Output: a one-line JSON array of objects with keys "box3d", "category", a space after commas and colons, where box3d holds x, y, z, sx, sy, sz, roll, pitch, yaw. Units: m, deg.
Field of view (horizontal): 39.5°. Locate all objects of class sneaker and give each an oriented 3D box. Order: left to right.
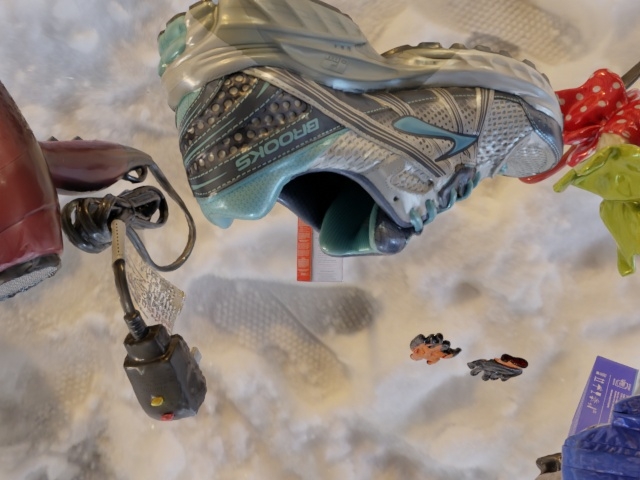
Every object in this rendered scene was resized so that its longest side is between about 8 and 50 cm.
[{"box3d": [0.036, -0.045, 0.515, 0.283, 0.110, 0.122, 4, 74, -36], "category": "sneaker"}]

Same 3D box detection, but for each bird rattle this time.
[{"box3d": [0.338, -0.090, 0.895, 0.206, 0.253, 0.143, -15, 117, 27], "category": "bird rattle"}]

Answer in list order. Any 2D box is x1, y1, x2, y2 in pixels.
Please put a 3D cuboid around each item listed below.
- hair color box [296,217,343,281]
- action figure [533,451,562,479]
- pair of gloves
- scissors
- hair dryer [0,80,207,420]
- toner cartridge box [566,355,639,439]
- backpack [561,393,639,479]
[{"box3d": [0.000, 0.000, 1.516, 0.072, 0.043, 0.141, 3, 88, -38], "category": "hair color box"}, {"box3d": [0.201, 0.327, 0.763, 0.330, 0.341, 0.179, -26, 135, -2], "category": "action figure"}, {"box3d": [0.107, 0.086, 0.656, 0.083, 0.074, 0.010, 16, 71, 1], "category": "pair of gloves"}, {"box3d": [0.390, -0.181, 1.219, 0.297, 0.109, 0.021, -33, 128, 23], "category": "scissors"}, {"box3d": [-0.173, -0.036, 0.528, 0.080, 0.224, 0.294, -29, 125, 8], "category": "hair dryer"}, {"box3d": [0.417, 0.350, 1.395, 0.075, 0.348, 0.165, 18, 127, 17], "category": "toner cartridge box"}, {"box3d": [0.210, 0.144, 0.543, 0.098, 0.120, 0.101, 17, 70, -41], "category": "backpack"}]
